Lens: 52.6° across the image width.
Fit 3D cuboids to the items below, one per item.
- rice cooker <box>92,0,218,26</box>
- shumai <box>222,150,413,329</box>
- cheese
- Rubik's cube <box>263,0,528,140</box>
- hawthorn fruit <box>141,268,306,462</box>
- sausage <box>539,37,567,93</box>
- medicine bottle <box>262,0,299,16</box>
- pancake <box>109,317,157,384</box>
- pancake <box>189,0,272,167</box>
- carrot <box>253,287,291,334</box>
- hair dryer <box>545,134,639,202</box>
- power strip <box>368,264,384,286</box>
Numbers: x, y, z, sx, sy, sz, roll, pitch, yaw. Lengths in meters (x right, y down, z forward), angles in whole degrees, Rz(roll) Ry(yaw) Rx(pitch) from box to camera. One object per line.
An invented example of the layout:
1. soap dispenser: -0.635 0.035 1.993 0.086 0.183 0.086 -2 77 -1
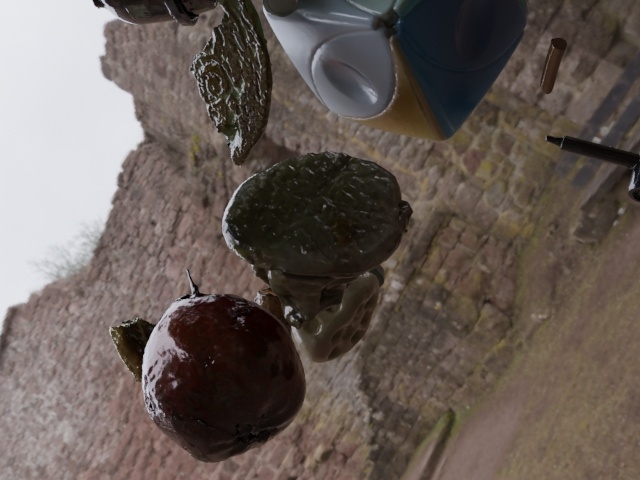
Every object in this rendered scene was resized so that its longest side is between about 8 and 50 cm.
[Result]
1. rice cooker: -0.317 -0.534 1.208 0.267 0.225 0.267 -4 -90 -87
2. shumai: 0.000 0.000 0.711 0.201 0.201 0.120 -53 -28 -34
3. cheese: 0.035 0.163 1.426 0.235 0.117 0.218 -43 -28 -23
4. Rubik's cube: 0.150 -0.435 1.244 0.351 0.347 0.352 -57 -39 -9
5. hawthorn fruit: -0.118 0.133 0.756 0.181 0.235 0.181 -17 -35 -12
6. sausage: 0.367 -0.274 1.025 0.026 0.026 0.116 -57 -20 -17
7. medicine bottle: -0.068 -0.480 1.127 0.074 0.074 0.218 106 165 -52
8. pancake: -0.260 0.223 1.297 0.245 0.266 0.057 -27 -20 -39
9. pancake: -0.166 -0.313 1.235 0.054 0.197 0.376 -34 -42 -50
10. carrot: -0.111 0.250 1.662 0.102 0.102 0.262 -30 -60 -69
11. hair dryer: 0.594 -0.166 1.353 0.070 0.256 0.128 68 -138 -63
12. power strip: 0.018 0.101 1.716 0.265 0.193 0.059 -34 23 23
